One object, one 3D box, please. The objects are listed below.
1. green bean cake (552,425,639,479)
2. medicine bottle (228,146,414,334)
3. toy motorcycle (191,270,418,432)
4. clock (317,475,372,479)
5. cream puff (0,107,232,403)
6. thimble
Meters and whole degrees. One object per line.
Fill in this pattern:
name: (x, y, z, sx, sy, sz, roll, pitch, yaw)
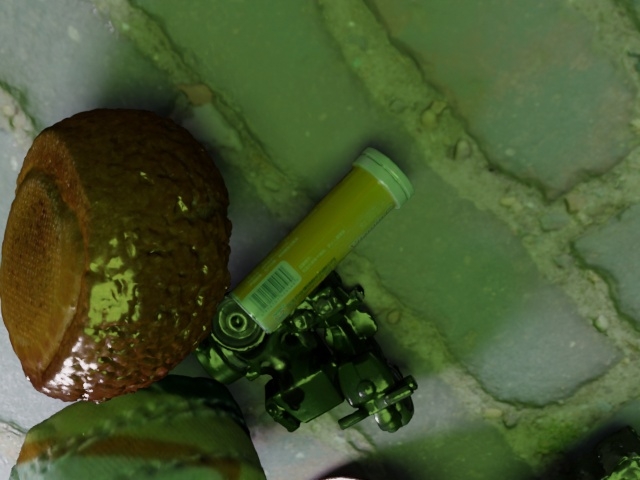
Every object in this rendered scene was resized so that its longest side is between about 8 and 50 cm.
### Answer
green bean cake: (0.371, 0.401, 1.046, 0.241, 0.132, 0.255, 45, 101, 1)
medicine bottle: (0.000, 0.000, 0.888, 0.218, 0.074, 0.074, -45, 108, -8)
toy motorcycle: (-0.016, 0.145, 0.988, 0.205, 0.127, 0.275, -32, 107, 15)
clock: (0.034, 0.462, 1.060, 0.318, 0.319, 0.080, -42, 143, 21)
cream puff: (-0.200, 0.012, 0.867, 0.212, 0.303, 0.303, 3, 122, -35)
thimble: (-0.213, 0.285, 0.986, 0.288, 0.167, 0.254, -12, 147, -16)
